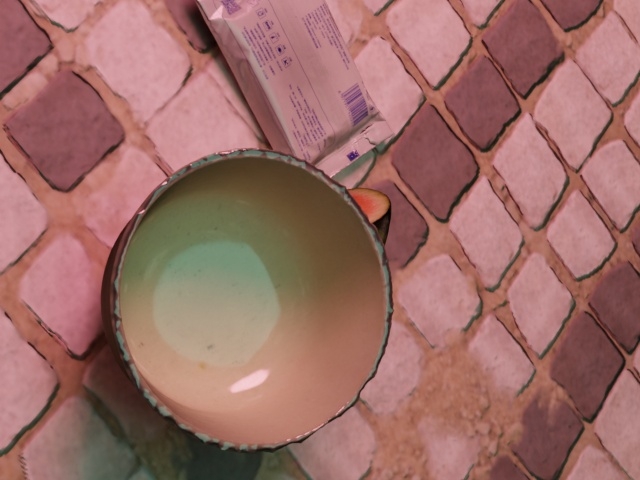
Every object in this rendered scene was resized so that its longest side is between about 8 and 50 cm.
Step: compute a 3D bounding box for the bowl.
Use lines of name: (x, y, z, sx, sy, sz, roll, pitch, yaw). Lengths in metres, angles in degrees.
bowl: (-0.066, 0.041, 1.064, 0.211, 0.112, 0.211, 0, 90, -27)

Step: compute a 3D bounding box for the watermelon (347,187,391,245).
watermelon: (0.000, 0.000, 1.173, 0.094, 0.125, 0.135, 19, 38, -4)

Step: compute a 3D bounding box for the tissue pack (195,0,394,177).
tissue pack: (-0.020, -0.142, 1.189, 0.122, 0.026, 0.193, -37, 107, -36)
